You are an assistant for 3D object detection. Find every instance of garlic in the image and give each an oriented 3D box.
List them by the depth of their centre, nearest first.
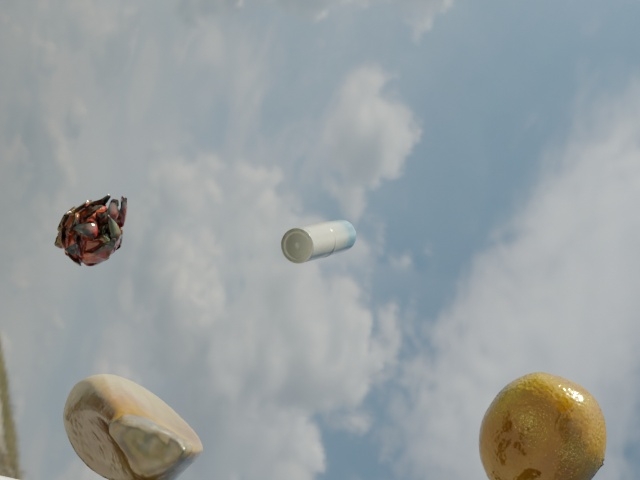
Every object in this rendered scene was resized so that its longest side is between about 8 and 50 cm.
[{"bbox_3d":[-0.208,0.213,1.028,0.112,0.143,0.318,-57,-163,-19],"label":"garlic"}]

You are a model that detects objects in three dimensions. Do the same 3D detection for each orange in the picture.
[{"bbox_3d":[0.386,0.345,1.618,0.236,0.236,0.236,-35,-130,56],"label":"orange"}]

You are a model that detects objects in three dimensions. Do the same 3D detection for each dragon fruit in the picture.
[{"bbox_3d":[-0.408,-0.018,1.652,0.142,0.121,0.130,3,-90,59],"label":"dragon fruit"}]

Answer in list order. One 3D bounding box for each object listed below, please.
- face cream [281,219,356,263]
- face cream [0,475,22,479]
[{"bbox_3d":[0.000,0.000,2.014,0.077,0.250,0.077,3,-83,23],"label":"face cream"},{"bbox_3d":[-0.457,0.476,1.515,0.145,0.370,0.145,-11,-116,23],"label":"face cream"}]
